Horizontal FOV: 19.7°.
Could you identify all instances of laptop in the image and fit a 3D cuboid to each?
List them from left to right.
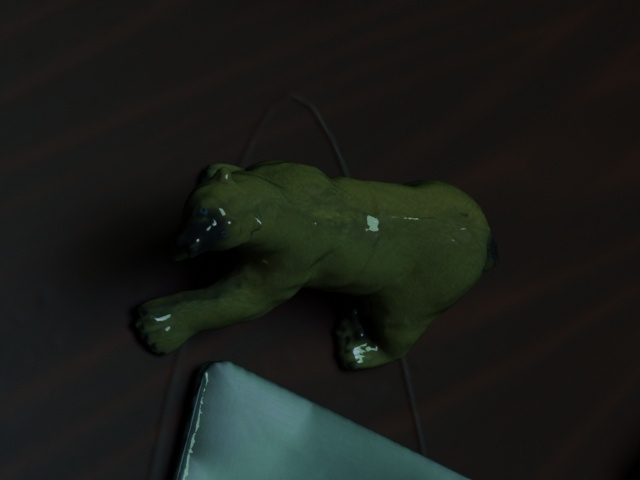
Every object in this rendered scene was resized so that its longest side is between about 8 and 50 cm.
[{"bbox_3d":[0.030,0.190,0.885,0.269,0.015,0.188,29,58,-29],"label":"laptop"}]

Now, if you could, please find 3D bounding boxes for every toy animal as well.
[{"bbox_3d":[0.000,0.000,0.870,0.218,0.101,0.103,9,71,-38],"label":"toy animal"}]
